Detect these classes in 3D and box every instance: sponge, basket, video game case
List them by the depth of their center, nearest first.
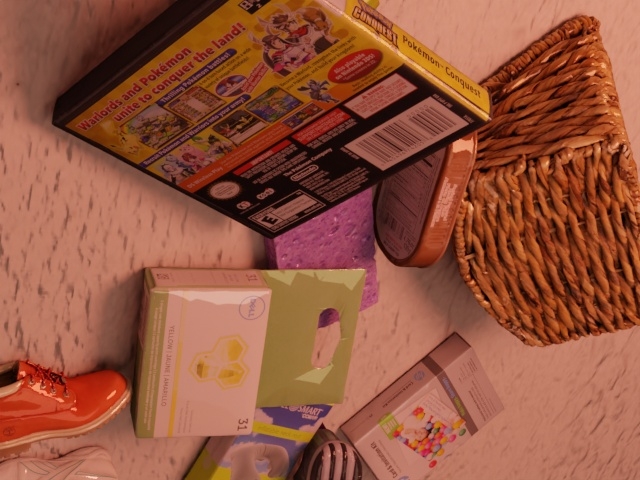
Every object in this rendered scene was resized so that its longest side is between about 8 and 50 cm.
[{"bbox_3d":[-0.042,-0.109,0.923,0.248,0.035,0.274,28,141,-35],"label":"video game case"},{"bbox_3d":[0.000,0.000,1.159,0.117,0.031,0.210,-22,129,-20],"label":"sponge"},{"bbox_3d":[0.249,-0.055,1.252,0.213,0.223,0.299,-15,135,16],"label":"basket"}]

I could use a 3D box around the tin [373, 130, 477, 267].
[{"bbox_3d":[0.103,-0.060,1.137,0.040,0.106,0.190,-2,119,-33],"label":"tin"}]

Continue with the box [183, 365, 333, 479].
[{"bbox_3d":[-0.064,0.218,1.251,0.109,0.042,0.178,20,107,-41],"label":"box"}]

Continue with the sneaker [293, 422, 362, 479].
[{"bbox_3d":[0.000,0.324,1.304,0.083,0.098,0.224,7,105,-17],"label":"sneaker"}]

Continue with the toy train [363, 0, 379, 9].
[{"bbox_3d":[0.005,-0.172,1.011,0.248,0.105,0.143,40,80,-44],"label":"toy train"}]

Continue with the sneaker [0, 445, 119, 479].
[{"bbox_3d":[-0.272,0.248,1.116,0.152,0.061,0.054,-9,125,-28],"label":"sneaker"}]

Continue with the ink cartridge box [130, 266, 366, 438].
[{"bbox_3d":[-0.068,0.112,1.131,0.235,0.056,0.171,2,114,-18],"label":"ink cartridge box"}]

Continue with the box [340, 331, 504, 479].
[{"bbox_3d":[0.129,0.220,1.389,0.186,0.038,0.145,-37,133,-7],"label":"box"}]

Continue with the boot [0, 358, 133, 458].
[{"bbox_3d":[-0.256,0.145,1.063,0.157,0.059,0.085,-17,122,-23],"label":"boot"}]
